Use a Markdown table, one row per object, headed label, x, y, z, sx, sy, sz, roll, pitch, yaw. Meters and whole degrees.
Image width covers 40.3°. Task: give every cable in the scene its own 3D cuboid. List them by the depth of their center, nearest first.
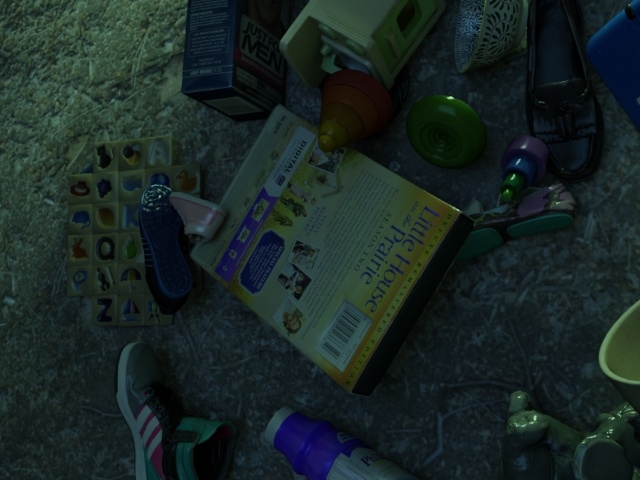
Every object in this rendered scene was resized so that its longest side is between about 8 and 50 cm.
| label | x | y | z | sx | sy | sz | roll | pitch | yaw |
| --- | --- | --- | --- | --- | --- | --- | --- | --- | --- |
| cable | 0.077 | -0.249 | 1.430 | 0.150 | 0.047 | 0.185 | -29 | 65 | 14 |

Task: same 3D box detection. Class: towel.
| label | x | y | z | sx | sy | sz | roll | pitch | yaw |
| --- | --- | --- | --- | --- | --- | --- | --- | --- | --- |
| towel | -0.403 | -0.134 | 1.647 | 0.119 | 0.029 | 0.067 | -36 | 67 | 16 |

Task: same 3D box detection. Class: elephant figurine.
| label | x | y | z | sx | sy | sz | roll | pitch | yaw |
| --- | --- | --- | --- | --- | --- | --- | --- | --- | --- |
| elephant figurine | 0.359 | 0.288 | 1.143 | 0.239 | 0.169 | 0.186 | 8 | 114 | 11 |

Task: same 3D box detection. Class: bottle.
| label | x | y | z | sx | sy | sz | roll | pitch | yaw |
| --- | --- | --- | --- | --- | --- | --- | --- | --- | --- |
| bottle | 0.044 | 0.344 | 1.296 | 0.282 | 0.118 | 0.092 | 28 | 94 | 28 |

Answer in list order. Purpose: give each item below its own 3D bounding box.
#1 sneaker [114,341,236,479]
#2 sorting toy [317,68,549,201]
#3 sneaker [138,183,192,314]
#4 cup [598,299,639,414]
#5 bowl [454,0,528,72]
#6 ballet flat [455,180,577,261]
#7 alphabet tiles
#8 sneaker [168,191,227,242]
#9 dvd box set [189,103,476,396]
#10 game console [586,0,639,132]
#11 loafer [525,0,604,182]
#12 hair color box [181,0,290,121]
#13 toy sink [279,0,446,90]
| label | x | y | z | sx | sy | sz | roll | pitch | yaw |
| --- | --- | --- | --- | --- | --- | --- | --- | --- | --- |
| sneaker | -0.231 | 0.297 | 1.431 | 0.178 | 0.123 | 0.296 | -18 | 81 | 27 |
| sorting toy | 0.142 | -0.135 | 1.278 | 0.365 | 0.127 | 0.126 | 20 | 50 | 18 |
| sneaker | -0.275 | 0.017 | 1.510 | 0.090 | 0.081 | 0.232 | 123 | 140 | -50 |
| cup | 0.529 | 0.166 | 1.009 | 0.331 | 0.331 | 0.237 | -29 | 96 | 19 |
| bowl | 0.261 | -0.331 | 1.308 | 0.080 | 0.170 | 0.170 | 7 | 83 | -5 |
| ballet flat | 0.264 | -0.032 | 1.286 | 0.221 | 0.077 | 0.079 | -19 | 56 | 20 |
| alphabet tiles | -0.341 | -0.016 | 1.588 | 0.285 | 0.011 | 0.343 | -4 | 84 | 22 |
| sneaker | -0.219 | -0.037 | 1.466 | 0.134 | 0.051 | 0.070 | 18 | 80 | 40 |
| dvd box set | 0.000 | 0.000 | 1.364 | 0.420 | 0.062 | 0.308 | 34 | 97 | 38 |
| game console | 0.556 | -0.232 | 1.170 | 0.293 | 0.173 | 0.250 | 58 | 138 | 10 |
| loafer | 0.341 | -0.236 | 1.264 | 0.109 | 0.095 | 0.303 | -9 | 77 | 23 |
| hair color box | -0.135 | -0.395 | 1.481 | 0.105 | 0.174 | 0.348 | -2 | 81 | 26 |
| toy sink | 0.072 | -0.329 | 1.344 | 0.131 | 0.153 | 0.234 | 35 | 86 | 24 |
